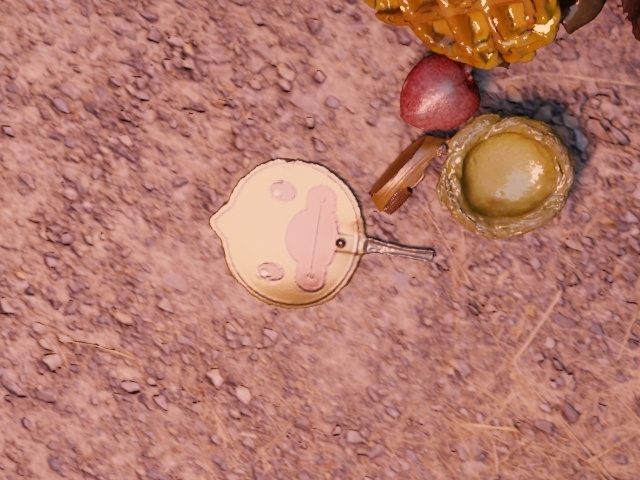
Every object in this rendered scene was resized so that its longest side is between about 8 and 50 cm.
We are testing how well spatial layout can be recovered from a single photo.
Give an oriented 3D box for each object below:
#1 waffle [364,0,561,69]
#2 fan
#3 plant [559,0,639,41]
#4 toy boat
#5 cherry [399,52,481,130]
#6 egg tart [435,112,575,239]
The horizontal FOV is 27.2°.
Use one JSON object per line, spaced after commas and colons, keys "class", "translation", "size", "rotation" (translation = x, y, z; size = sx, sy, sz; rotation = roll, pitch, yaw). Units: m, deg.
{"class": "waffle", "translation": [0.160, -0.403, 1.671], "size": [0.382, 0.095, 0.379], "rotation": [34, 138, 18]}
{"class": "fan", "translation": [0.000, 0.000, 1.946], "size": [0.335, 0.011, 0.229], "rotation": [10, 105, 3]}
{"class": "plant", "translation": [0.439, -0.352, 1.720], "size": [0.312, 0.215, 0.213], "rotation": [5, 109, 5]}
{"class": "toy boat", "translation": [0.131, -0.099, 1.894], "size": [0.049, 0.047, 0.149], "rotation": [37, 107, -21]}
{"class": "cherry", "translation": [0.207, -0.229, 1.836], "size": [0.225, 0.090, 0.107], "rotation": [-31, 87, 2]}
{"class": "egg tart", "translation": [0.262, -0.093, 1.870], "size": [0.197, 0.078, 0.197], "rotation": [1, 107, 2]}
